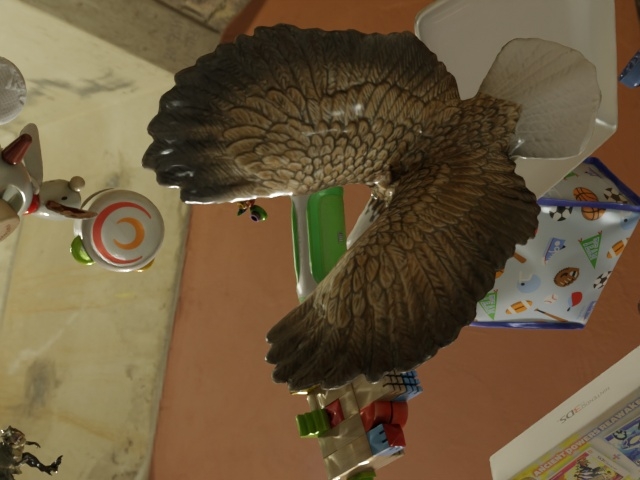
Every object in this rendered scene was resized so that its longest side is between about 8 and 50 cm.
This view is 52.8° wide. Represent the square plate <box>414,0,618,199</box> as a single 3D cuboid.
[{"bbox_3d":[0.268,-0.208,0.847,0.347,0.344,0.049,-37,-141,-20],"label":"square plate"}]

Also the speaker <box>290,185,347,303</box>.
[{"bbox_3d":[0.000,0.000,1.457,0.131,0.131,0.297,-9,-97,41],"label":"speaker"}]

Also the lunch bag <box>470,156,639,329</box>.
[{"bbox_3d":[0.372,-0.004,1.294,0.239,0.385,0.328,-109,-158,-54],"label":"lunch bag"}]

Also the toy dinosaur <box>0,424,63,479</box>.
[{"bbox_3d":[-0.534,0.410,1.135,0.268,0.118,0.064,-53,-160,28],"label":"toy dinosaur"}]

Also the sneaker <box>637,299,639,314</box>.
[{"bbox_3d":[0.681,0.221,1.112,0.125,0.139,0.341,-36,-90,13],"label":"sneaker"}]

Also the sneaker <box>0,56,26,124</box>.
[{"bbox_3d":[-0.265,-0.114,0.399,0.065,0.158,0.061,17,-97,26],"label":"sneaker"}]

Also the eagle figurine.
[{"bbox_3d":[0.056,-0.044,0.495,0.226,0.298,0.225,16,-68,37],"label":"eagle figurine"}]

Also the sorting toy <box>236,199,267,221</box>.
[{"bbox_3d":[-0.178,-0.075,1.588,0.061,0.102,0.042,-1,-136,42],"label":"sorting toy"}]

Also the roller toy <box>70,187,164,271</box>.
[{"bbox_3d":[-0.478,-0.027,1.533,0.146,0.209,0.191,14,-90,59],"label":"roller toy"}]

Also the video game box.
[{"bbox_3d":[0.292,0.202,0.582,0.205,0.187,0.048,-47,-163,24],"label":"video game box"}]

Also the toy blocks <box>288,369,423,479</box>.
[{"bbox_3d":[0.095,0.322,1.373,0.261,0.190,0.381,-42,-130,35],"label":"toy blocks"}]

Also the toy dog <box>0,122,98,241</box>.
[{"bbox_3d":[-0.436,-0.097,0.958,0.161,0.220,0.334,-35,-161,6],"label":"toy dog"}]

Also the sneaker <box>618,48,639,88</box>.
[{"bbox_3d":[0.600,-0.322,1.077,0.090,0.081,0.232,44,-101,4],"label":"sneaker"}]
